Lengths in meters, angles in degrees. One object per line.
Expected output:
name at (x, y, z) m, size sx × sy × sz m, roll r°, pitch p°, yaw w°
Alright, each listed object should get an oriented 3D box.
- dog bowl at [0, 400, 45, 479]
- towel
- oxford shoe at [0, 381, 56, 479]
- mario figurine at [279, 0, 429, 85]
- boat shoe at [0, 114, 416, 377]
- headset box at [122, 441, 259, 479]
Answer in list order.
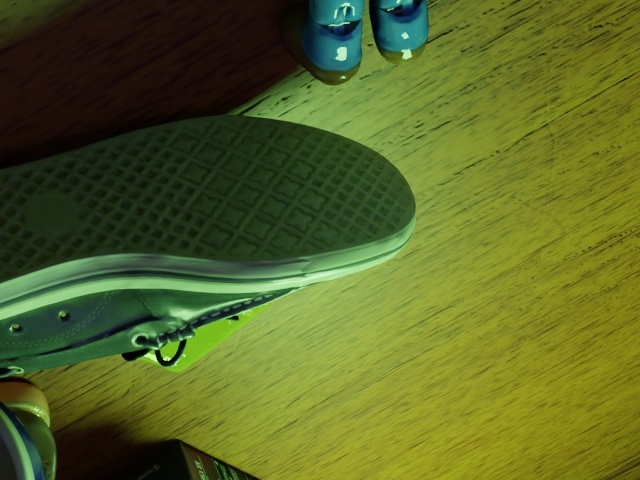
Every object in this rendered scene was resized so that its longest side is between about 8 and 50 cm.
dog bowl at (-0.399, 0.254, 0.926) m, size 0.264 × 0.265 × 0.104 m, roll -20°, pitch 170°, yaw -9°
towel at (-0.108, 0.072, 1.078) m, size 0.237 × 0.021 × 0.102 m, roll -37°, pitch 136°, yaw 21°
oxford shoe at (-0.457, 0.261, 1.015) m, size 0.363 × 0.133 × 0.130 m, roll -18°, pitch 142°, yaw -12°
mario figurine at (0.034, -0.276, 0.731) m, size 0.198 × 0.170 × 0.321 m, roll -53°, pitch 165°, yaw -27°
boat shoe at (-0.160, 0.012, 0.875) m, size 0.499 × 0.187 × 0.156 m, roll -12°, pitch 146°, yaw -11°
headset box at (-0.201, 0.408, 1.361) m, size 0.218 × 0.110 × 0.293 m, roll -35°, pitch 142°, yaw 10°
